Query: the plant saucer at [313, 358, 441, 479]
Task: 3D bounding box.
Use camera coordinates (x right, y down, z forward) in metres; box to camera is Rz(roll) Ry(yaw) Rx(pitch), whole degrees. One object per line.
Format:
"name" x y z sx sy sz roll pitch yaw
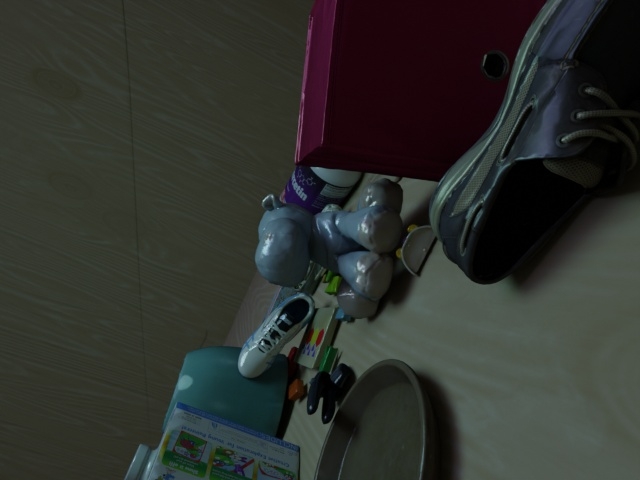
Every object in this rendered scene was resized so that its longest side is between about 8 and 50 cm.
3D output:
"plant saucer" 0.061 0.282 0.562 0.277 0.041 0.278 -61 11 21

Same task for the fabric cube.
"fabric cube" 0.116 -0.225 0.656 0.259 0.258 0.254 -155 71 -79

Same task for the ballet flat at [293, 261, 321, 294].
"ballet flat" -0.022 0.054 1.275 0.213 0.068 0.072 -70 25 18

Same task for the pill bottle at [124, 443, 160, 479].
"pill bottle" -0.339 0.591 1.148 0.146 0.264 0.146 -60 12 22

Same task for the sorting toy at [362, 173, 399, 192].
"sorting toy" 0.172 -0.212 1.118 0.193 0.038 0.208 148 141 -70

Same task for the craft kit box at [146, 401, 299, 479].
"craft kit box" -0.154 0.402 0.753 0.061 0.250 0.246 -62 11 14

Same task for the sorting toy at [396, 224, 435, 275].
"sorting toy" 0.152 0.008 0.750 0.083 0.045 0.075 -64 -8 5

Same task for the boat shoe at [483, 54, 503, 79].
"boat shoe" 0.261 -0.240 0.724 0.152 0.049 0.056 -68 13 -10

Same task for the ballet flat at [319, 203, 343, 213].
"ballet flat" 0.000 0.000 1.346 0.077 0.091 0.241 60 137 36

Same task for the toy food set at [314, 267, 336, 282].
"toy food set" 0.041 0.048 1.156 0.132 0.039 0.192 -57 -3 7

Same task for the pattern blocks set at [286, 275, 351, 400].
"pattern blocks set" -0.007 0.215 1.039 0.285 0.026 0.325 -67 11 -7

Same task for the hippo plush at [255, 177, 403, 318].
"hippo plush" 0.006 -0.022 0.837 0.294 0.237 0.234 -82 5 -52

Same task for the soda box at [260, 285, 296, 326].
"soda box" -0.136 0.221 1.530 0.183 0.058 0.063 -66 12 -9

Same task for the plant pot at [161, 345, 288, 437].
"plant pot" -0.235 0.386 1.112 0.293 0.235 0.292 -161 90 -79

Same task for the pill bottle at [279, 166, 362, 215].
"pill bottle" 0.008 -0.188 1.422 0.323 0.182 0.181 -54 16 45

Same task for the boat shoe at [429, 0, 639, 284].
"boat shoe" 0.231 -0.094 0.425 0.130 0.132 0.355 -95 21 -49

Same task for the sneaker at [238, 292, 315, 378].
"sneaker" -0.102 0.209 1.059 0.237 0.085 0.086 -47 -13 -24

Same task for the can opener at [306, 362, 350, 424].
"can opener" 0.005 0.244 0.747 0.186 0.059 0.073 -4 -64 -79
